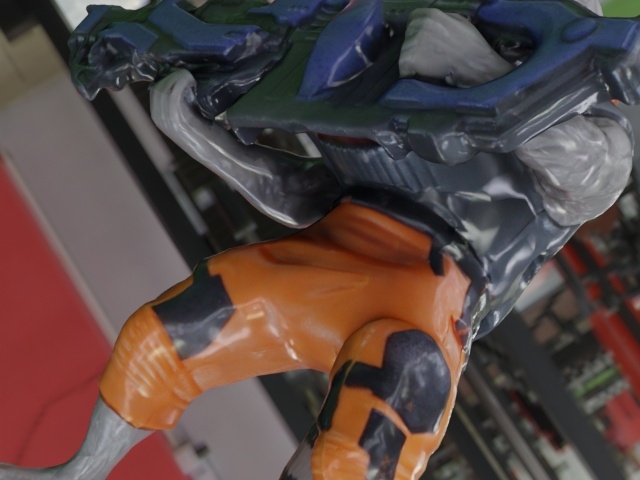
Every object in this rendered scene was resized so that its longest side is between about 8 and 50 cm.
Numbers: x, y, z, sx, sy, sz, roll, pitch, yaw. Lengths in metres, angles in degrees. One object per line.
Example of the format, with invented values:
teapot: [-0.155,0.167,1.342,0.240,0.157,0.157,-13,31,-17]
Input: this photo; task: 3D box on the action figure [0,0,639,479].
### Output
action figure: [0.000,0.000,0.677,0.330,0.341,0.178,-54,127,-12]
